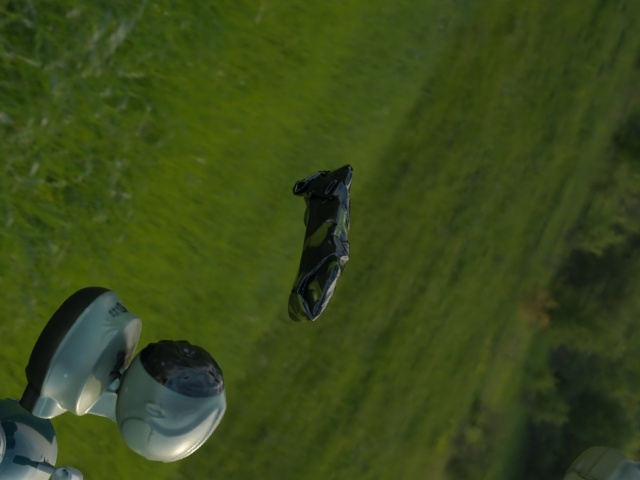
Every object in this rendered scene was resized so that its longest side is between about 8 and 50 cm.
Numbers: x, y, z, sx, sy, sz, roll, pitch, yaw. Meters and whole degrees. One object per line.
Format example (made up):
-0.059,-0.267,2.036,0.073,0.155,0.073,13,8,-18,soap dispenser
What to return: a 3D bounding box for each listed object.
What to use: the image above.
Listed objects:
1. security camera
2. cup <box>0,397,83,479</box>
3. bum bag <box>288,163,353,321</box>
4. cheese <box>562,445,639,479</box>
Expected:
-0.274,0.208,1.877,0.191,0.277,0.197,-61,172,16,security camera
-0.513,0.321,1.970,0.173,0.299,0.167,52,56,-72,cup
0.000,0.000,1.539,0.107,0.060,0.232,-48,-151,43,bum bag
0.270,0.351,1.278,0.163,0.082,0.286,31,77,-46,cheese
